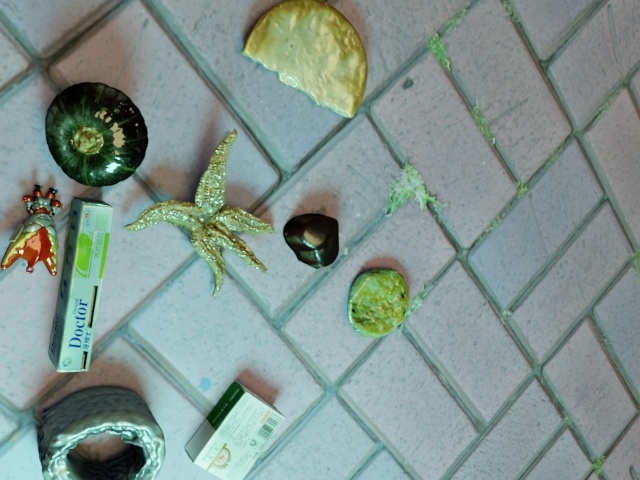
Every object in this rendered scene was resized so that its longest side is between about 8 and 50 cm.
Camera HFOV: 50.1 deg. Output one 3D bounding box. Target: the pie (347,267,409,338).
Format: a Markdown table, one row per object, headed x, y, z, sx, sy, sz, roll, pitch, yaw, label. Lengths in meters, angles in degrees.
| x | y | z | sx | sy | sz | roll | pitch | yaw | label |
| --- | --- | --- | --- | --- | --- | --- | --- | --- | --- |
| 0.144 | 0.155 | 1.721 | 0.187 | 0.041 | 0.186 | -6 | 103 | -27 | pie |

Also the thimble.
| x | y | z | sx | sy | sz | roll | pitch | yaw | label |
| --- | --- | --- | --- | --- | --- | --- | --- | --- | --- |
| -0.444 | 0.418 | 1.395 | 0.246 | 0.157 | 0.217 | 19 | 91 | -29 | thimble |

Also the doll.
| x | y | z | sx | sy | sz | roll | pitch | yaw | label |
| --- | --- | --- | --- | --- | --- | --- | --- | --- | --- |
| -0.542 | -0.020 | 1.311 | 0.109 | 0.057 | 0.169 | 13 | 81 | -46 | doll |

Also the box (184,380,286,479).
| x | y | z | sx | sy | sz | roll | pitch | yaw | label |
| --- | --- | --- | --- | --- | --- | --- | --- | --- | --- |
| -0.196 | 0.444 | 1.578 | 0.135 | 0.081 | 0.199 | 42 | 78 | -28 | box |

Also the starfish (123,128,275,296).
| x | y | z | sx | sy | sz | roll | pitch | yaw | label |
| --- | --- | --- | --- | --- | --- | --- | --- | --- | --- |
| -0.209 | -0.037 | 1.469 | 0.301 | 0.084 | 0.293 | -46 | 122 | -9 | starfish |

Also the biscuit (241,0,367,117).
| x | y | z | sx | sy | sz | roll | pitch | yaw | label |
| --- | --- | --- | --- | --- | --- | --- | --- | --- | --- |
| -0.013 | -0.420 | 1.516 | 0.309 | 0.040 | 0.204 | 26 | 88 | -30 | biscuit |

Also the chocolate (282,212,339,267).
| x | y | z | sx | sy | sz | roll | pitch | yaw | label |
| --- | --- | --- | --- | --- | --- | --- | --- | --- | --- |
| 0.000 | 0.000 | 1.589 | 0.125 | 0.080 | 0.148 | -40 | 115 | -15 | chocolate |

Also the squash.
| x | y | z | sx | sy | sz | roll | pitch | yaw | label |
| --- | --- | --- | --- | --- | --- | --- | --- | --- | --- |
| -0.419 | -0.198 | 1.284 | 0.193 | 0.156 | 0.193 | -10 | 123 | -15 | squash |

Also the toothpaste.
| x | y | z | sx | sy | sz | roll | pitch | yaw | label |
| --- | --- | --- | --- | --- | --- | --- | --- | --- | --- |
| -0.474 | 0.086 | 1.353 | 0.067 | 0.081 | 0.336 | 6 | 98 | -33 | toothpaste |
